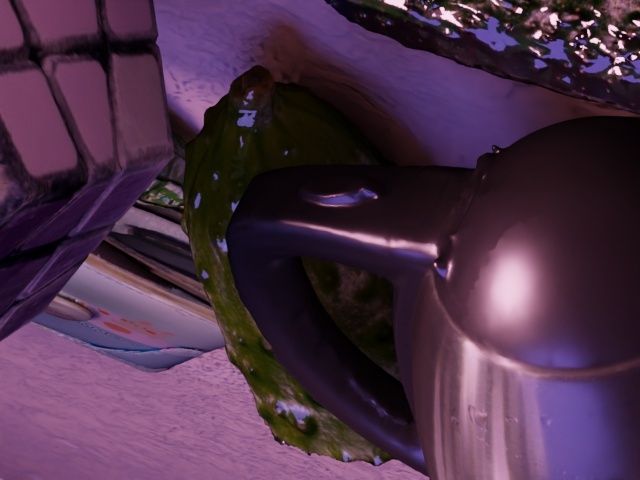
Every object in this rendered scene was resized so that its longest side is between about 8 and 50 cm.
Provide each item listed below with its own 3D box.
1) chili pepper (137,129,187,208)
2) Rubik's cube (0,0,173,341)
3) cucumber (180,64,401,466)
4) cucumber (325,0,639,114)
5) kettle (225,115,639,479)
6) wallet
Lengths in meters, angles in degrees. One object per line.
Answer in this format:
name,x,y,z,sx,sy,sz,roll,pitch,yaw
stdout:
chili pepper,-0.122,-0.068,0.938,0.088,0.059,0.227,-10,148,41
Rubik's cube,-0.215,-0.072,0.682,0.319,0.319,0.264,20,138,17
cucumber,-0.003,0.001,0.868,0.134,0.134,0.244,16,149,29
cucumber,0.099,-0.074,0.596,0.245,0.067,0.067,18,162,30
kettle,0.117,0.043,0.739,0.251,0.207,0.271,44,168,38
wallet,-0.136,0.030,1.221,0.176,0.075,0.250,26,163,-15
